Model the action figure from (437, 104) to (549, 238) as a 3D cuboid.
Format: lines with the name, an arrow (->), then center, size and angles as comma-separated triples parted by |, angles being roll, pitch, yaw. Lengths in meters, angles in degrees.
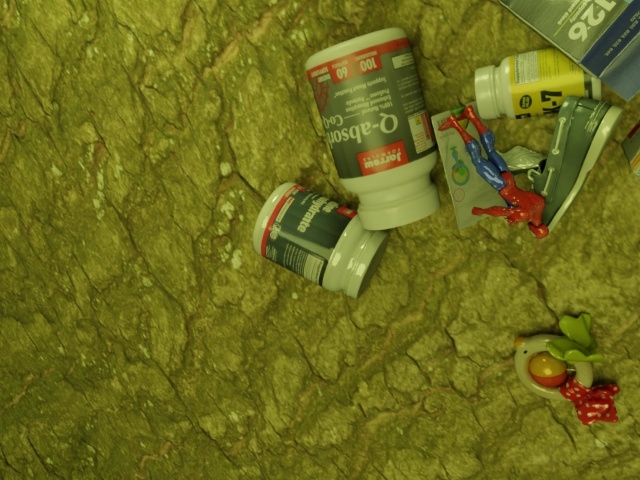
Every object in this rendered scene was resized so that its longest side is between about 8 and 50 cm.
action figure -> 0.324, -0.106, 1.068 | 0.280, 0.091, 0.139 | 54, 152, 10

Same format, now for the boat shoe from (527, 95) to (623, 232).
boat shoe -> 0.450, -0.131, 1.043 | 0.099, 0.116, 0.319 | 31, 146, 21

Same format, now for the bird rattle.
bird rattle -> 0.536, 0.283, 1.219 | 0.207, 0.143, 0.253 | -3, 122, 37

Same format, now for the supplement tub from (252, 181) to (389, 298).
supplement tub -> 0.000, 0.000, 1.277 | 0.272, 0.191, 0.191 | 26, 118, 13

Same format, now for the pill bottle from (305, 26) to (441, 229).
pill bottle -> 0.118, -0.220, 1.127 | 0.210, 0.210, 0.363 | -12, 105, 27

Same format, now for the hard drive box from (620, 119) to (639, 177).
hard drive box -> 0.600, -0.188, 0.913 | 0.089, 0.232, 0.181 | 33, 119, 9

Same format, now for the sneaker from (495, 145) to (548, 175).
sneaker -> 0.412, -0.162, 1.110 | 0.152, 0.054, 0.061 | -4, 71, 11

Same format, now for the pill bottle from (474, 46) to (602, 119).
pill bottle -> 0.400, -0.290, 1.027 | 0.208, 0.119, 0.119 | -5, 108, 26

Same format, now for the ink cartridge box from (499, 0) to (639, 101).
ink cartridge box -> 0.481, -0.431, 0.870 | 0.303, 0.072, 0.307 | -52, 47, 27

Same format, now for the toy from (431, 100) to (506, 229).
toy -> 0.297, -0.157, 1.145 | 0.056, 0.137, 0.237 | 18, 127, 61
